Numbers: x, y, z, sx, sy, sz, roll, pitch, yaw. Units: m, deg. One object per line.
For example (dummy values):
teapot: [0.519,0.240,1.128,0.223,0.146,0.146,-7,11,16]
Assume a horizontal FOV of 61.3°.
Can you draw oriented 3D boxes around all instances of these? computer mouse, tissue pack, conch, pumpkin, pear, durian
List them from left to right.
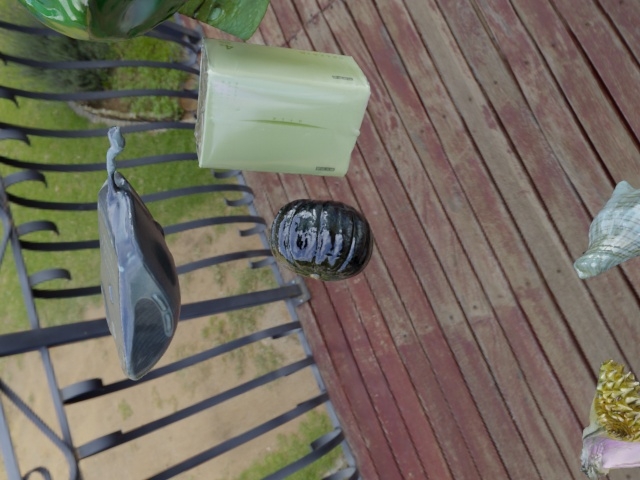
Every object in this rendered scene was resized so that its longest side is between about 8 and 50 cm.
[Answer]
computer mouse: [-0.225,0.024,0.680,0.167,0.090,0.379,53,143,38]
pear: [-0.261,-0.700,1.317,0.318,0.342,0.238,-47,64,27]
tissue pack: [-0.061,-0.192,0.800,0.125,0.234,0.159,-107,25,-44]
pumpkin: [0.000,0.000,1.112,0.220,0.220,0.162,-1,75,34]
durian: [0.599,0.347,1.091,0.185,0.305,0.196,-14,45,28]
conch: [0.694,-0.046,1.139,0.170,0.386,0.203,93,154,-42]

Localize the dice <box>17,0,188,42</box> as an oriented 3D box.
dice: [-0.277,-0.454,0.664,0.297,0.287,0.300,46,152,-4]
